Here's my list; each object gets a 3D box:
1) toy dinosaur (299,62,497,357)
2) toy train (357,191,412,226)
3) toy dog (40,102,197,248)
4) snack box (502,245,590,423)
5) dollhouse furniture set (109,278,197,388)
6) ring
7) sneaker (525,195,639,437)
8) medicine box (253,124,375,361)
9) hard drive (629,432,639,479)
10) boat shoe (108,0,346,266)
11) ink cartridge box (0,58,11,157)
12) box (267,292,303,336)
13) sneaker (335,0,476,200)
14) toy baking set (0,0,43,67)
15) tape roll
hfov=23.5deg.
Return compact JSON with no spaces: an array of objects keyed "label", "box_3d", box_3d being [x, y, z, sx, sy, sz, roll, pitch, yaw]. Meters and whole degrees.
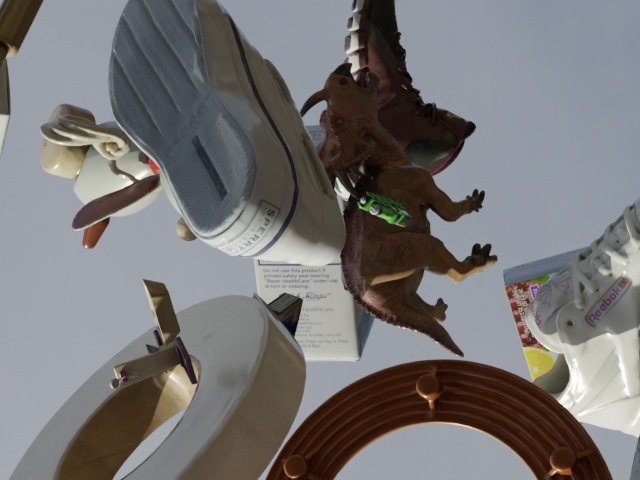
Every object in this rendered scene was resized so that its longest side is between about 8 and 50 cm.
[{"label":"toy dinosaur","box_3d":[0.058,-0.012,1.563,0.200,0.127,0.295,9,-116,-35]},{"label":"toy train","box_3d":[0.058,-0.026,1.366,0.017,0.023,0.083,-48,-23,13]},{"label":"toy dog","box_3d":[-0.205,-0.046,1.675,0.333,0.220,0.161,-131,54,-78]},{"label":"snack box","box_3d":[0.336,0.115,1.905,0.070,0.174,0.207,-78,-28,-70]},{"label":"dollhouse furniture set","box_3d":[-0.183,0.088,1.514,0.091,0.081,0.114,-126,20,-56]},{"label":"ring","box_3d":[0.088,0.258,1.299,0.032,0.337,0.336,47,-130,-60]},{"label":"sneaker","box_3d":[0.263,0.041,1.322,0.114,0.152,0.305,-85,4,-62]},{"label":"medicine box","box_3d":[0.000,0.000,2.340,0.263,0.149,0.289,-64,-29,-64]},{"label":"hard drive","box_3d":[0.300,0.147,1.022,0.054,0.172,0.254,-91,4,-53]},{"label":"boat shoe","box_3d":[-0.052,-0.059,0.817,0.076,0.083,0.226,27,-153,-37]},{"label":"ink cartridge box","box_3d":[-0.381,-0.104,1.513,0.127,0.175,0.072,2,-123,-19]},{"label":"box","box_3d":[-0.083,0.194,2.124,0.136,0.036,0.225,-34,-39,-68]},{"label":"sneaker","box_3d":[0.111,-0.179,1.845,0.106,0.162,0.281,-3,-80,-75]},{"label":"toy baking set","box_3d":[-0.311,-0.242,1.255,0.197,0.030,0.256,30,-119,-10]},{"label":"tape roll","box_3d":[-0.184,0.217,1.637,0.072,0.392,0.392,49,-134,-21]}]
